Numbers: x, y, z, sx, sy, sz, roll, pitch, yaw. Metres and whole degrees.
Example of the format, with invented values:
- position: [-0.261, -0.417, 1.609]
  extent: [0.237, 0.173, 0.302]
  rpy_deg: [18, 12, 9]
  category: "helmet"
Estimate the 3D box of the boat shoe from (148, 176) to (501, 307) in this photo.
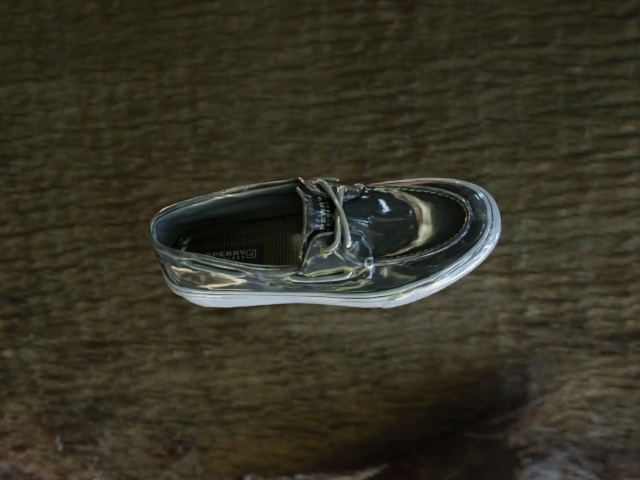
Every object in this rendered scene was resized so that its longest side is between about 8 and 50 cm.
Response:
- position: [0.000, 0.000, 0.955]
  extent: [0.119, 0.335, 0.121]
  rpy_deg: [59, 22, -66]
  category: "boat shoe"

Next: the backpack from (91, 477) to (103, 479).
- position: [-0.278, 0.397, 1.264]
  extent: [0.166, 0.144, 0.188]
  rpy_deg: [3, -71, 66]
  category: "backpack"
